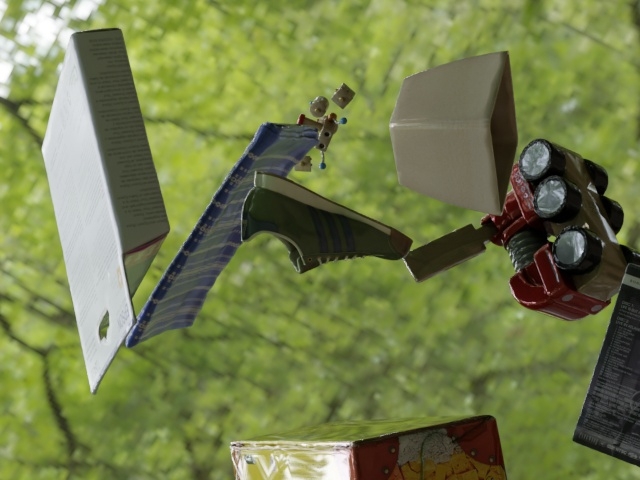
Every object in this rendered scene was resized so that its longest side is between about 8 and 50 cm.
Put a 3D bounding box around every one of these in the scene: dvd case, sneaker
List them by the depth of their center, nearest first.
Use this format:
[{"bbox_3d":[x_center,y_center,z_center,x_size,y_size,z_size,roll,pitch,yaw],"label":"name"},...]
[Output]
[{"bbox_3d":[0.000,0.000,1.576,0.086,0.192,0.064,-68,16,-7],"label":"sneaker"},{"bbox_3d":[0.392,0.155,1.642,0.018,0.165,0.221,-19,-54,-64],"label":"dvd case"}]

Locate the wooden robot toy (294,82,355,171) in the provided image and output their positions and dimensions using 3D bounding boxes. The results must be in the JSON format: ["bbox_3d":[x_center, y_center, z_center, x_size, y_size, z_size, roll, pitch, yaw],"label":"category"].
[{"bbox_3d":[0.003,-0.196,2.424,0.079,0.076,0.173,-65,1,-60],"label":"wooden robot toy"}]

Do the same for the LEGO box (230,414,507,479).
[{"bbox_3d":[0.068,0.428,1.901,0.500,0.193,0.372,161,100,-69],"label":"LEGO box"}]

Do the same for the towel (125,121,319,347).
[{"bbox_3d":[-0.122,-0.011,1.890,0.336,0.040,0.243,-57,-8,9],"label":"towel"}]

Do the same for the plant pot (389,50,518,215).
[{"bbox_3d":[0.119,-0.097,1.312,0.109,0.096,0.109,-71,-25,-44],"label":"plant pot"}]

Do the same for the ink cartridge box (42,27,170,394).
[{"bbox_3d":[-0.241,-0.022,1.654,0.071,0.330,0.324,-10,-15,-20],"label":"ink cartridge box"}]

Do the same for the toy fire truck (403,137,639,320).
[{"bbox_3d":[0.252,0.015,1.872,0.158,0.217,0.246,18,-47,-39],"label":"toy fire truck"}]
